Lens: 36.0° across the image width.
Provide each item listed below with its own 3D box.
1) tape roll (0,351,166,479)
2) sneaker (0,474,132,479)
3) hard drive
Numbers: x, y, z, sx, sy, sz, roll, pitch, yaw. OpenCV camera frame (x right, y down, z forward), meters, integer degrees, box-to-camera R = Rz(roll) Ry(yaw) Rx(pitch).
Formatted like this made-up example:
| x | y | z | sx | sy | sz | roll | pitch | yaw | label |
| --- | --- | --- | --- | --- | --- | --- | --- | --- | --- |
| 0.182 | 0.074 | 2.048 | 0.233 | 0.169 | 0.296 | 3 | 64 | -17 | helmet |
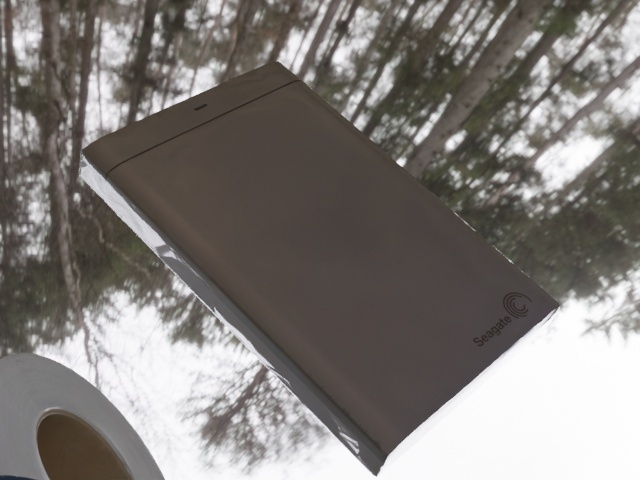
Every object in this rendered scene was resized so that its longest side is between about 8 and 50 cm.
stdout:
| x | y | z | sx | sy | sz | roll | pitch | yaw | label |
| --- | --- | --- | --- | --- | --- | --- | --- | --- | --- |
| -0.259 | 0.252 | 0.960 | 0.100 | 0.286 | 0.286 | -37 | -99 | 8 | tape roll |
| -0.147 | 0.182 | 0.584 | 0.188 | 0.067 | 0.078 | 8 | -117 | -25 | sneaker |
| 0.000 | 0.000 | 0.827 | 0.353 | 0.047 | 0.233 | 43 | -130 | 19 | hard drive |
